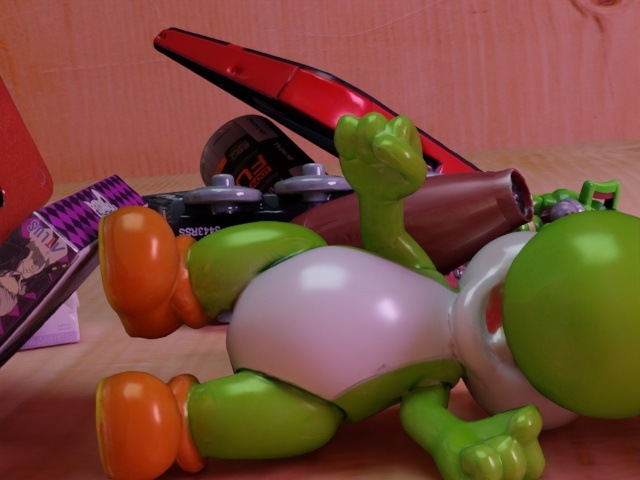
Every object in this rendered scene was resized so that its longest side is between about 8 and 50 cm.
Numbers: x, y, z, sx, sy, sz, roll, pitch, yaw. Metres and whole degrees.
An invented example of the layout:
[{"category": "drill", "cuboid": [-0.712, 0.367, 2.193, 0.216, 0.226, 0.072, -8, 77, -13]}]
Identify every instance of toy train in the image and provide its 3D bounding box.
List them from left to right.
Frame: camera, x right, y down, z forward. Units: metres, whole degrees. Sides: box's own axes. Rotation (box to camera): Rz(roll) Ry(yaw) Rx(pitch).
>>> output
[{"category": "toy train", "cuboid": [0.000, 0.000, 1.076, 0.333, 0.142, 0.190, -4, -1, 4]}]

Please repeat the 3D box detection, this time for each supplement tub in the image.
[{"category": "supplement tub", "cuboid": [-0.051, -0.057, 1.305, 0.117, 0.117, 0.190, -11, 42, -37]}]

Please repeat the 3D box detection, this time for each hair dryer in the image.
[{"category": "hair dryer", "cuboid": [0.064, 0.010, 0.814, 0.223, 0.080, 0.293, -10, -13, -21]}]

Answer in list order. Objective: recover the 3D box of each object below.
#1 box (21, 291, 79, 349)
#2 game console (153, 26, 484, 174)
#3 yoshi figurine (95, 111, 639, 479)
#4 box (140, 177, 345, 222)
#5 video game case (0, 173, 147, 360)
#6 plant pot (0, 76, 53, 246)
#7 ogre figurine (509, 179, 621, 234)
[{"category": "box", "cuboid": [-0.380, 0.078, 0.978, 0.323, 0.063, 0.067, -7, 8, -16]}, {"category": "game console", "cuboid": [0.028, -0.115, 1.256, 0.386, 0.060, 0.342, 28, -2, -42]}, {"category": "yoshi figurine", "cuboid": [0.057, 0.043, 0.615, 0.362, 0.204, 0.203, -3, 24, -3]}, {"category": "box", "cuboid": [-0.092, -0.035, 1.519, 0.307, 0.077, 0.242, -9, 9, -27]}, {"category": "video game case", "cuboid": [-0.212, 0.053, 0.719, 0.210, 0.042, 0.232, -46, 6, 7]}, {"category": "plant pot", "cuboid": [-0.348, -0.047, 0.759, 0.235, 0.267, 0.267, -18, 21, 13]}, {"category": "ogre figurine", "cuboid": [0.250, -0.009, 1.086, 0.118, 0.097, 0.197, -14, 10, -29]}]
